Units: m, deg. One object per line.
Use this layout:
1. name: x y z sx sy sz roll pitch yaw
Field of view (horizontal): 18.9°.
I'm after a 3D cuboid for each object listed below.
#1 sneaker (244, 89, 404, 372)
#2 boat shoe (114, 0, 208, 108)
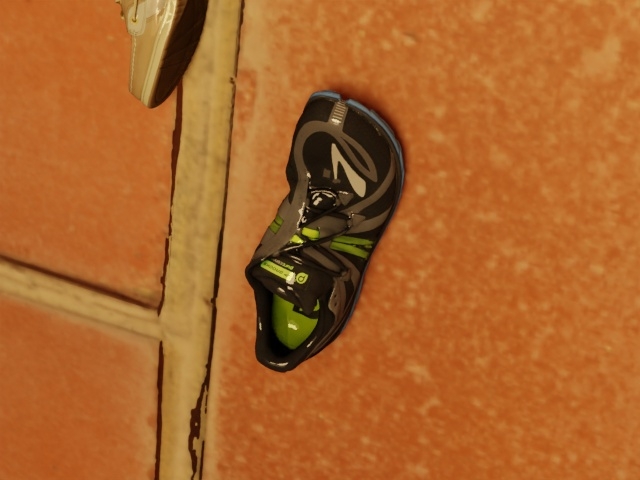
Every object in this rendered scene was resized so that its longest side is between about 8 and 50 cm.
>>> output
1. sneaker: 0.000 0.000 1.111 0.067 0.078 0.188 22 125 12
2. boat shoe: -0.091 -0.142 1.091 0.045 0.050 0.135 23 116 15
